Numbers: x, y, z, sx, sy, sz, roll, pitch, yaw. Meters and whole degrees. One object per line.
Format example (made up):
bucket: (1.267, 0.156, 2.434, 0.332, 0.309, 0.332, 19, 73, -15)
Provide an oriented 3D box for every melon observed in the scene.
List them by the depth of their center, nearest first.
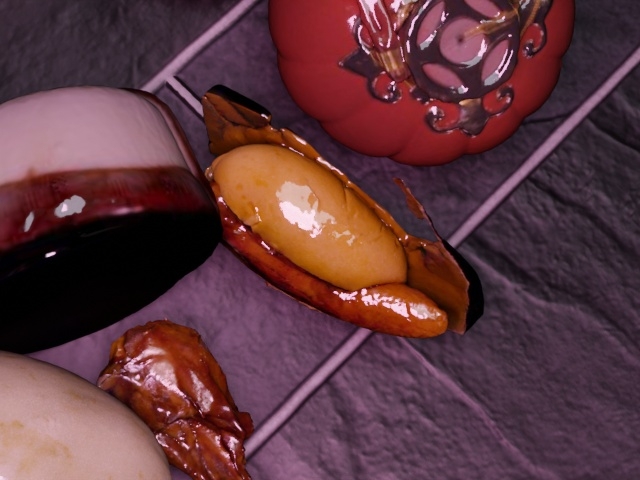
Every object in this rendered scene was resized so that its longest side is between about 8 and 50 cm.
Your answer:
melon: (-0.280, 0.219, 1.261, 0.308, 0.272, 0.272, -5, 76, -6)

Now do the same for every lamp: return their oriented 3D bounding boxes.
lamp: (0.099, -0.220, 1.441, 0.303, 0.257, 0.303, -5, 112, -12)

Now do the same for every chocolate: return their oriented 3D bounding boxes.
chocolate: (-0.244, -0.030, 1.335, 0.283, 0.283, 0.186, -24, 75, -15)

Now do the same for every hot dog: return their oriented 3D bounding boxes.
hot dog: (-0.002, 0.001, 1.403, 0.326, 0.194, 0.107, 31, 65, 12)

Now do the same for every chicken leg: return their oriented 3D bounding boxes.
chicken leg: (-0.095, 0.209, 1.394, 0.113, 0.093, 0.304, -36, 92, 1)
